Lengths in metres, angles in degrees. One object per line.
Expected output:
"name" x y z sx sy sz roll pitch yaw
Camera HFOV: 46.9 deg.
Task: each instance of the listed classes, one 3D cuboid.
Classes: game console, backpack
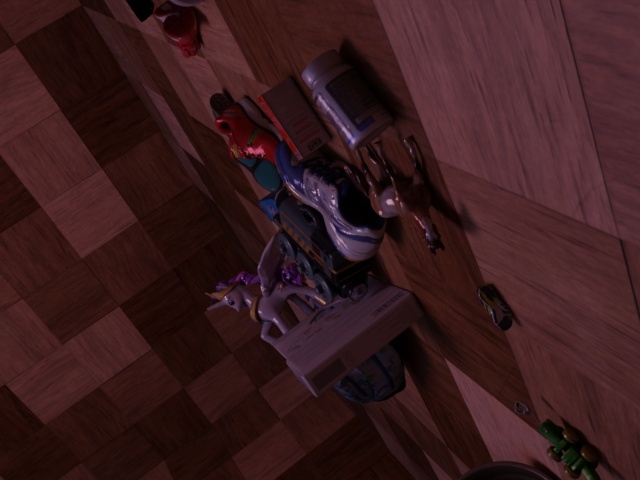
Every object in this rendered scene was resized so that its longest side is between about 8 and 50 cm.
"game console" -0.510 -0.710 1.922 0.213 0.044 0.361 56 168 -9
"backpack" 0.088 0.277 1.904 0.290 0.273 0.355 54 162 17

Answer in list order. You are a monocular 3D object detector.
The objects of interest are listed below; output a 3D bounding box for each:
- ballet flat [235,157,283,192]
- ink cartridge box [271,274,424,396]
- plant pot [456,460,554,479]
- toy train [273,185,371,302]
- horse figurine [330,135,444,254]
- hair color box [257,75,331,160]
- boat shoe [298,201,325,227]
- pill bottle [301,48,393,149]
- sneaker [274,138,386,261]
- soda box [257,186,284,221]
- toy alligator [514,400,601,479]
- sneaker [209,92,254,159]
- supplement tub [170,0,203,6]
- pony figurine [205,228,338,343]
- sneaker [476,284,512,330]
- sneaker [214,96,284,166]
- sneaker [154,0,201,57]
"ballet flat" -0.157 -0.195 1.958 0.203 0.074 0.074 42 164 25
"ink cartridge box" 0.054 0.203 1.662 0.066 0.296 0.261 57 169 -16
"plant pot" 0.437 0.670 1.567 0.280 0.323 0.323 43 179 -42
"toy train" 0.000 0.000 1.734 0.334 0.142 0.190 46 154 42
"horse figurine" 0.112 -0.087 1.182 0.263 0.066 0.174 24 142 64
"hair color box" -0.049 -0.229 1.392 0.141 0.072 0.043 56 168 -8
"boat shoe" -0.021 -0.093 1.641 0.183 0.083 0.065 39 161 52
"pill bottle" 0.037 -0.209 1.091 0.137 0.078 0.078 54 168 5
"sneaker" 0.029 -0.105 1.429 0.296 0.112 0.131 50 150 12
"soda box" -0.109 -0.099 2.013 0.071 0.067 0.210 56 169 -9
"toy alligator" 0.412 0.340 1.255 0.051 0.056 0.189 4 -145 -49
"sneaker" -0.223 -0.298 1.930 0.192 0.064 0.086 56 176 -10
"supplement tub" -0.281 -0.520 1.370 0.190 0.117 0.117 44 165 40
"pony figurine" -0.130 0.152 2.287 0.364 0.351 0.303 33 169 8
"sneaker" 0.277 0.104 1.172 0.083 0.031 0.035 59 -178 -5
"sneaker" -0.149 -0.216 1.709 0.279 0.118 0.107 46 167 34
"sneaker" -0.307 -0.480 1.728 0.128 0.087 0.221 53 -176 -41
